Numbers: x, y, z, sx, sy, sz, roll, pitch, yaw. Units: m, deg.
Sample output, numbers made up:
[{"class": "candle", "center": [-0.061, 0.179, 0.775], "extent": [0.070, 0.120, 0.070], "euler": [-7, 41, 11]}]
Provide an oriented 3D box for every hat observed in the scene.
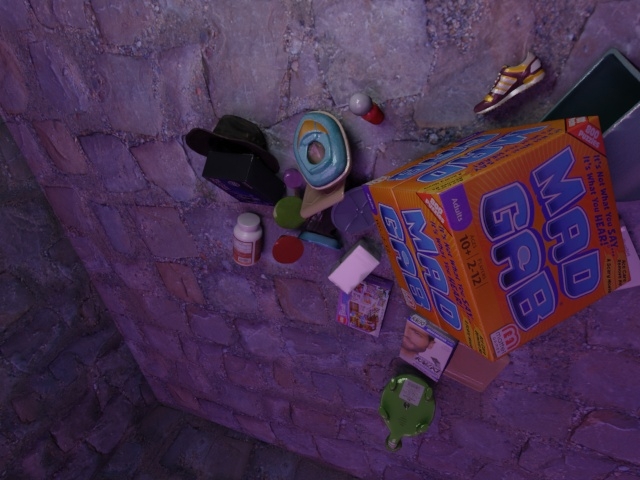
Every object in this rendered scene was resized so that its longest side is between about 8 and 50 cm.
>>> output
[{"class": "hat", "center": [-0.285, -0.348, 1.407], "extent": [0.332, 0.133, 0.331], "euler": [14, 170, 3]}]

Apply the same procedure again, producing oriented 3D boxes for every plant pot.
[{"class": "plant pot", "center": [0.700, -0.235, 0.939], "extent": [0.253, 0.247, 0.247], "euler": [25, 133, -11]}]

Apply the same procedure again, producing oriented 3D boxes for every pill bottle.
[{"class": "pill bottle", "center": [-0.308, -0.006, 1.716], "extent": [0.121, 0.121, 0.216], "euler": [22, 131, 12]}]

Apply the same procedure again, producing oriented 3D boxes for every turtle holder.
[{"class": "turtle holder", "center": [0.392, 0.763, 1.802], "extent": [0.244, 0.320, 0.227], "euler": [-8, 159, 11]}]

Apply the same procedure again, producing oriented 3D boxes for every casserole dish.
[{"class": "casserole dish", "center": [0.000, 0.000, 1.578], "extent": [0.189, 0.114, 0.036], "euler": [17, 87, 18]}]

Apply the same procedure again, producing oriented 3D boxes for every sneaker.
[{"class": "sneaker", "center": [0.054, -0.118, 1.466], "extent": [0.130, 0.109, 0.286], "euler": [27, 140, -5]}, {"class": "sneaker", "center": [0.472, -0.403, 1.046], "extent": [0.186, 0.069, 0.083], "euler": [-29, 98, 33]}]

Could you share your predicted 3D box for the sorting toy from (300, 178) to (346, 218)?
[{"class": "sorting toy", "center": [0.020, -0.187, 1.366], "extent": [0.193, 0.208, 0.038], "euler": [-23, 137, 38]}]

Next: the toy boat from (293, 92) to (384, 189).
[{"class": "toy boat", "center": [0.040, -0.325, 1.240], "extent": [0.318, 0.148, 0.267], "euler": [-33, 68, 26]}]

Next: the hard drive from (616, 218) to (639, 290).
[{"class": "hard drive", "center": [0.758, 0.088, 1.242], "extent": [0.353, 0.047, 0.233], "euler": [-23, 117, 35]}]

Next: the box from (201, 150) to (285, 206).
[{"class": "box", "center": [-0.266, -0.215, 1.455], "extent": [0.185, 0.103, 0.261], "euler": [6, 168, 22]}]

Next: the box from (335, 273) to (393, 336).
[{"class": "box", "center": [0.178, 0.260, 1.697], "extent": [0.201, 0.057, 0.293], "euler": [18, 130, 15]}]

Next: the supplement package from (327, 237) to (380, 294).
[{"class": "supplement package", "center": [0.129, 0.096, 1.529], "extent": [0.105, 0.105, 0.179], "euler": [41, 108, -4]}]

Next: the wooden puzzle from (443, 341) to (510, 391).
[{"class": "wooden puzzle", "center": [0.614, 0.495, 1.657], "extent": [0.221, 0.044, 0.238], "euler": [24, 127, 11]}]

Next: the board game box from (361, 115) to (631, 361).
[{"class": "board game box", "center": [0.368, -0.027, 0.917], "extent": [0.356, 0.357, 0.356], "euler": [67, 170, -15]}]

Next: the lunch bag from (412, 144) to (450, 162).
[{"class": "lunch bag", "center": [0.349, -0.094, 1.194], "extent": [0.213, 0.256, 0.305], "euler": [-17, 114, 46]}]

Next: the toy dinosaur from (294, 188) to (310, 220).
[{"class": "toy dinosaur", "center": [-0.090, -0.121, 1.552], "extent": [0.112, 0.064, 0.211], "euler": [26, 132, 10]}]

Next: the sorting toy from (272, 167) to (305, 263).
[{"class": "sorting toy", "center": [-0.125, -0.099, 1.517], "extent": [0.127, 0.126, 0.365], "euler": [-2, 115, -17]}]

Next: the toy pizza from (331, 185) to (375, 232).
[{"class": "toy pizza", "center": [0.131, -0.111, 1.404], "extent": [0.202, 0.032, 0.201], "euler": [-11, 134, -12]}]

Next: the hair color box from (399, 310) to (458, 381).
[{"class": "hair color box", "center": [0.418, 0.396, 1.557], "extent": [0.185, 0.110, 0.338], "euler": [31, 149, 26]}]
